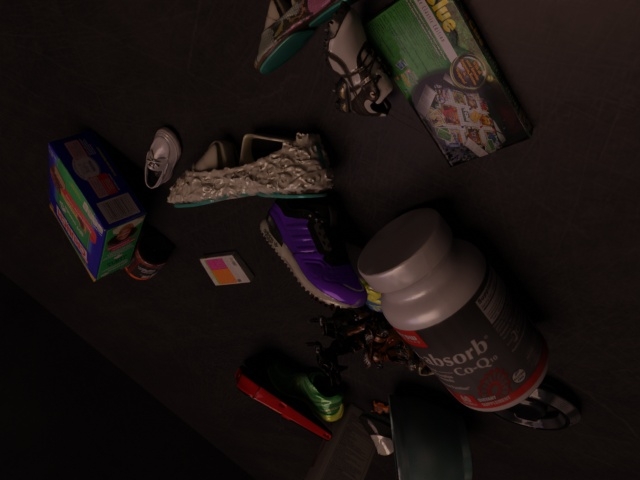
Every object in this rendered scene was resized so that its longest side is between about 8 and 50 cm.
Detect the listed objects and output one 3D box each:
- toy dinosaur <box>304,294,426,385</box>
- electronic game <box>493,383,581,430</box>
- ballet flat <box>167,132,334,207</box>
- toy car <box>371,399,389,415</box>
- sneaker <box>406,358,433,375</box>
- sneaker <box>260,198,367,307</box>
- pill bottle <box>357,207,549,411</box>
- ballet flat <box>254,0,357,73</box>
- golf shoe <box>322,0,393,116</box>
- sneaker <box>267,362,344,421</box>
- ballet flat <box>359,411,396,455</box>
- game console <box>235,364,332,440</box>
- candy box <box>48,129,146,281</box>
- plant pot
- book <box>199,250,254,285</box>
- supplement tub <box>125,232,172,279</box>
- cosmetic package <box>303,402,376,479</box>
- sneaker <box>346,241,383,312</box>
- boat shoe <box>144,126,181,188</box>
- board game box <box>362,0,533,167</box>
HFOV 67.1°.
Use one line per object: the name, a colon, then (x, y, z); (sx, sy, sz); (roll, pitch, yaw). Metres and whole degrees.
toy dinosaur: (0.090, 0.213, 1.121); (0.322, 0.218, 0.164); (6, 111, 50)
electronic game: (0.484, 0.384, 1.135); (0.229, 0.048, 0.229); (18, 148, 12)
ballet flat: (-0.150, -0.144, 0.968); (0.409, 0.147, 0.147); (-1, 132, 32)
toy car: (0.188, 0.556, 1.545); (0.060, 0.040, 0.122); (21, 141, 16)
sneaker: (0.243, 0.283, 1.164); (0.192, 0.086, 0.064); (-3, 131, 38)
sneaker: (-0.001, 0.000, 0.951); (0.293, 0.102, 0.146); (45, 117, 26)
pill bottle: (0.242, 0.127, 0.892); (0.210, 0.210, 0.363); (-20, 118, 47)
ballet flat: (-0.030, -0.332, 0.702); (0.221, 0.077, 0.079); (-23, 98, 42)
golf shoe: (0.063, -0.249, 0.686); (0.094, 0.077, 0.198); (25, 167, 20)
sneaker: (-0.041, 0.469, 1.583); (0.295, 0.109, 0.123); (23, 107, 27)
ballet flat: (0.239, 0.635, 1.511); (0.280, 0.096, 0.095); (27, 147, -9)
game console: (-0.137, 0.545, 1.653); (0.342, 0.060, 0.386); (31, 167, -5)
candy box: (-0.598, -0.081, 1.271); (0.268, 0.122, 0.317); (55, 144, 8)
plant pot: (0.299, 0.567, 1.315); (0.196, 0.293, 0.293); (-6, 134, 5)
book: (-0.264, 0.077, 1.347); (0.144, 0.035, 0.096); (-6, 125, 39)
supplement tub: (-0.525, 0.057, 1.450); (0.106, 0.106, 0.198); (43, 141, -14)
cosmetic package: (0.075, 0.715, 1.593); (0.153, 0.296, 0.129); (37, 144, -2)
sneaker: (0.092, 0.095, 1.064); (0.240, 0.091, 0.126); (32, 147, 4)
boat shoe: (-0.371, -0.184, 1.107); (0.066, 0.063, 0.184); (39, 143, -8)
board game box: (0.182, -0.231, 0.689); (0.136, 0.030, 0.260); (-14, 123, 47)
